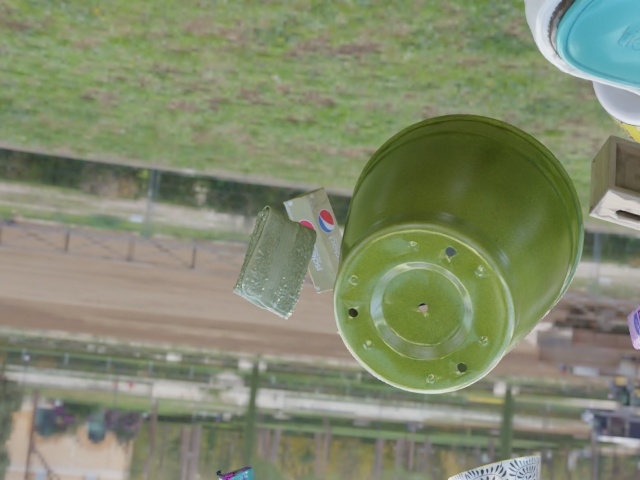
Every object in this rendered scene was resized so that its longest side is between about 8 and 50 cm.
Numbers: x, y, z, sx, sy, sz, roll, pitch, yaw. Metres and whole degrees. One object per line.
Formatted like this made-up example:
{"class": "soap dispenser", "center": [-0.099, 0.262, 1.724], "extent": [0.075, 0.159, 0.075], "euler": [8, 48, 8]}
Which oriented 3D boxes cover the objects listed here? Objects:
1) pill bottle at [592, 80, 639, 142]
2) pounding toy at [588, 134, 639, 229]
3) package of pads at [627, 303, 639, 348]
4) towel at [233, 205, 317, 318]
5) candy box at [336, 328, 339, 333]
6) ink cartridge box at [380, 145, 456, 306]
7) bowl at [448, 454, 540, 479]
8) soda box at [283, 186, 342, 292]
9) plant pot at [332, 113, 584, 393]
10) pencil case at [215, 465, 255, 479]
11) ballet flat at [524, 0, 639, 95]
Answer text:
{"class": "pill bottle", "center": [0.640, -0.284, 2.106], "extent": [0.188, 0.188, 0.334], "euler": [1, 174, 24]}
{"class": "pounding toy", "center": [0.488, -0.066, 1.695], "extent": [0.141, 0.130, 0.100], "euler": [16, 145, -5]}
{"class": "package of pads", "center": [0.438, 0.105, 1.457], "extent": [0.032, 0.050, 0.083], "euler": [1, 149, -14]}
{"class": "towel", "center": [-0.064, 0.033, 1.640], "extent": [0.110, 0.148, 0.027], "euler": [28, 160, -29]}
{"class": "candy box", "center": [0.132, 0.052, 2.380], "extent": [0.087, 0.316, 0.183], "euler": [18, -173, 12]}
{"class": "ink cartridge box", "center": [0.203, -0.038, 1.797], "extent": [0.168, 0.232, 0.171], "euler": [-8, -161, -9]}
{"class": "bowl", "center": [0.319, 0.442, 1.957], "extent": [0.170, 0.080, 0.170], "euler": [-12, 162, -4]}
{"class": "soda box", "center": [0.000, 0.000, 2.008], "extent": [0.058, 0.181, 0.061], "euler": [-16, -174, 38]}
{"class": "plant pot", "center": [0.173, 0.035, 1.550], "extent": [0.366, 0.366, 0.353], "euler": [2, -162, 16]}
{"class": "pencil case", "center": [-0.135, 0.466, 1.883], "extent": [0.064, 0.151, 0.070], "euler": [-14, 173, 33]}
{"class": "ballet flat", "center": [0.319, -0.146, 0.848], "extent": [0.400, 0.139, 0.139], "euler": [18, 166, -26]}
